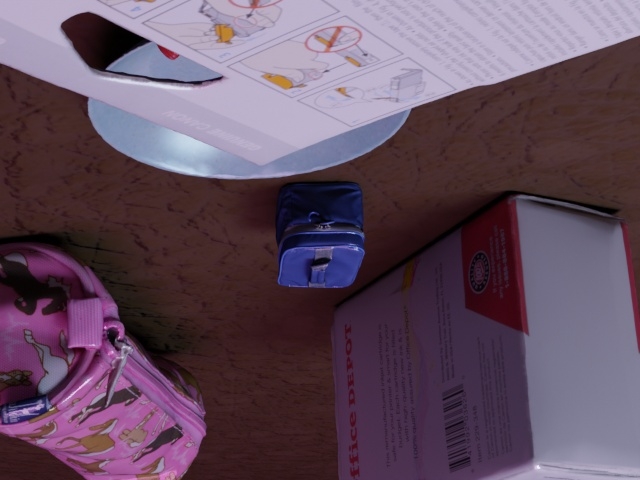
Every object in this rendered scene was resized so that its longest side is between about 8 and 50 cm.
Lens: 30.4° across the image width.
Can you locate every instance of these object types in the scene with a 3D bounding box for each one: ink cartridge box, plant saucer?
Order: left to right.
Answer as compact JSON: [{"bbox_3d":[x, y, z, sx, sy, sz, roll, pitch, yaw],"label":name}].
[{"bbox_3d":[-0.042,-0.093,0.712,0.195,0.037,0.195,-4,159,-2],"label":"plant saucer"},{"bbox_3d":[0.003,-0.113,0.392,0.239,0.060,0.275,-16,163,27],"label":"ink cartridge box"},{"bbox_3d":[0.137,0.123,1.033,0.131,0.226,0.306,8,157,-24],"label":"ink cartridge box"}]

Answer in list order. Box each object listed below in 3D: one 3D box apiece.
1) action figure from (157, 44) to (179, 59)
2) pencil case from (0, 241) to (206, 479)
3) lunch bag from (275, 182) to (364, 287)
[{"bbox_3d":[-0.158,-0.060,0.449,0.280,0.139,0.091,-5,172,-36],"label":"action figure"},{"bbox_3d":[-0.221,0.134,1.099,0.160,0.167,0.386,-41,159,-8],"label":"pencil case"},{"bbox_3d":[0.000,0.000,0.915,0.067,0.065,0.098,-2,159,-5],"label":"lunch bag"}]
